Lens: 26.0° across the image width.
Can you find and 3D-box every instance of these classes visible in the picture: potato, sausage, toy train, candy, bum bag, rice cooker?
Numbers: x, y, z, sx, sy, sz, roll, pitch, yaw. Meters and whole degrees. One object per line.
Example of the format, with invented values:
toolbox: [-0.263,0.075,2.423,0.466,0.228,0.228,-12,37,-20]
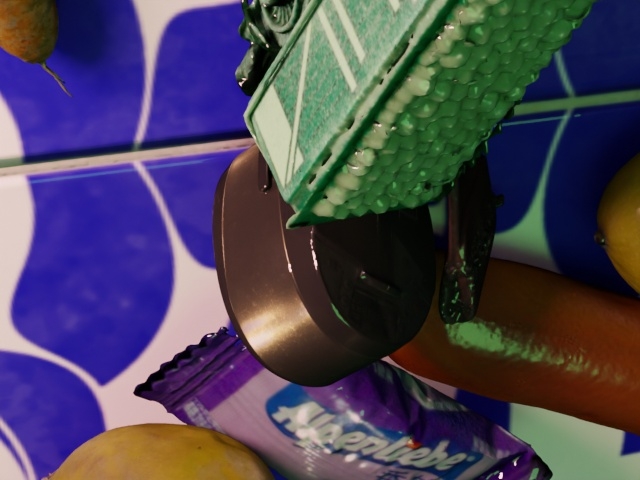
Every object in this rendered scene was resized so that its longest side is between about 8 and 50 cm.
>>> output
potato: [-0.105,0.195,0.897,0.155,0.137,0.200,25,153,-27]
sausage: [0.176,0.074,0.912,0.300,0.083,0.089,14,135,-18]
toy train: [0.048,-0.133,0.646,0.115,0.154,0.269,-10,151,-37]
candy: [0.021,0.129,0.921,0.275,0.070,0.145,32,132,-27]
bum bag: [0.088,-0.042,0.800,0.026,0.109,0.159,6,126,13]
rice cooker: [0.000,0.000,0.781,0.112,0.165,0.106,28,127,-37]

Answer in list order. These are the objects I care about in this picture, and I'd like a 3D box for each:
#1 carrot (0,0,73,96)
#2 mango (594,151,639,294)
carrot: [-0.177,-0.186,0.677,0.078,0.078,0.298,-14,131,0]
mango: [0.284,0.003,0.877,0.237,0.091,0.137,22,125,-24]
